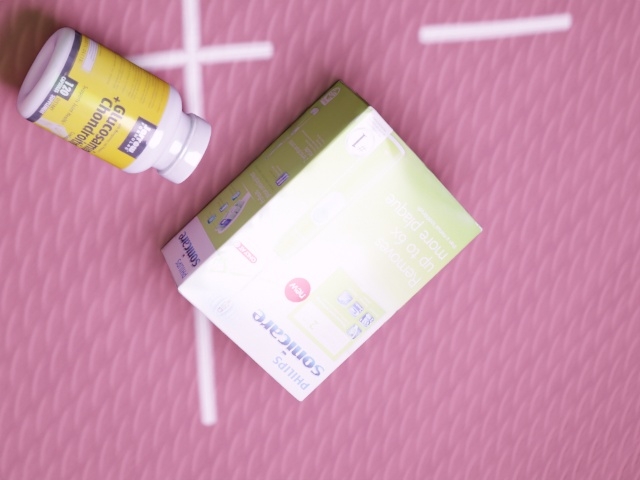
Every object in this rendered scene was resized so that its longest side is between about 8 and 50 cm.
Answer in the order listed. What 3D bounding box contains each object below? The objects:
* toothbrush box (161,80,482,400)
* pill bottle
[{"bbox_3d":[0.000,0.000,1.435,0.283,0.122,0.206,-42,116,4],"label":"toothbrush box"},{"bbox_3d":[-0.209,-0.132,1.328,0.184,0.103,0.103,28,100,-24],"label":"pill bottle"}]
